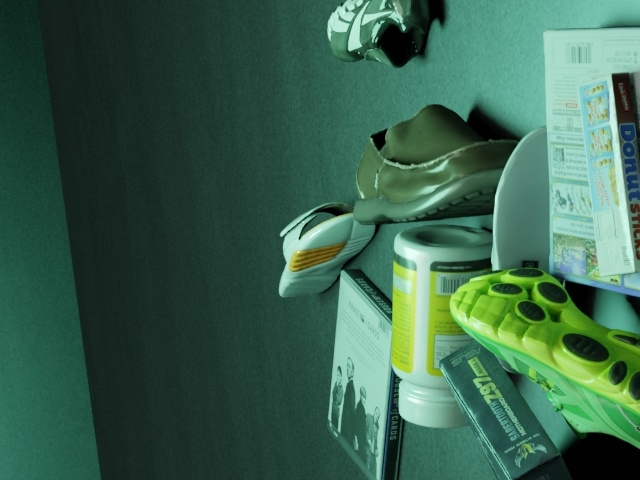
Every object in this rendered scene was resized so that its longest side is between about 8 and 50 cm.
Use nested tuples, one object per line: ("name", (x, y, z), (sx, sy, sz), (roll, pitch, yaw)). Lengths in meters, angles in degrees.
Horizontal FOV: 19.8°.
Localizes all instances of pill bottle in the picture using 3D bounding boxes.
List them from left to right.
("pill bottle", (0.138, 0.095, 2.038), (0.119, 0.119, 0.208), (-147, 56, -64))

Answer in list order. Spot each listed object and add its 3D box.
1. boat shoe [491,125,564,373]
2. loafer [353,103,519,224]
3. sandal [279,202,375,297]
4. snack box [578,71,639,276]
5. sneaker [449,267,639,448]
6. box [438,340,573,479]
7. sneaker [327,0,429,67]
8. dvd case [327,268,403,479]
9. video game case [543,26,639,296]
("boat shoe", (0.212, 0.004, 1.869), (0.084, 0.095, 0.258), (-90, 10, -76))
("loafer", (0.117, -0.087, 2.029), (0.366, 0.134, 0.130), (175, 90, -68))
("sandal", (-0.010, 0.002, 2.419), (0.265, 0.102, 0.076), (127, 131, -62))
("snack box", (0.264, -0.058, 1.647), (0.064, 0.022, 0.178), (165, 99, -70))
("sneaker", (0.232, 0.124, 1.741), (0.295, 0.109, 0.123), (33, 139, 38))
("box", (0.209, 0.233, 1.827), (0.232, 0.059, 0.183), (61, 178, -42))
("sneaker", (0.070, -0.247, 2.193), (0.234, 0.078, 0.106), (140, 125, -62))
("dvd case", (0.061, 0.180, 2.376), (0.179, 0.030, 0.238), (-133, 44, -58))
("video game case", (0.296, -0.074, 1.679), (0.269, 0.061, 0.244), (-165, 73, -68))
